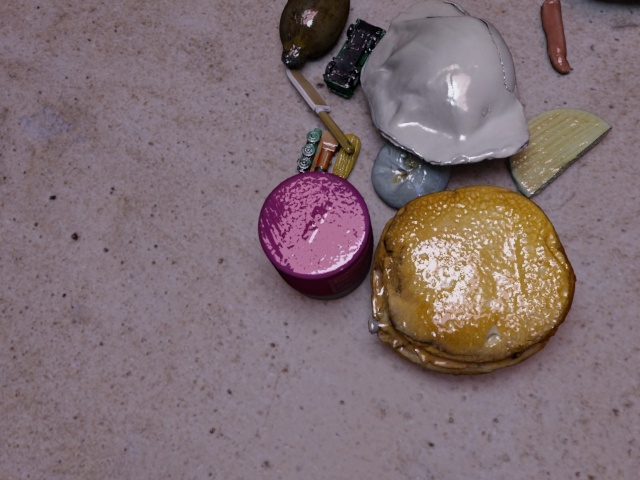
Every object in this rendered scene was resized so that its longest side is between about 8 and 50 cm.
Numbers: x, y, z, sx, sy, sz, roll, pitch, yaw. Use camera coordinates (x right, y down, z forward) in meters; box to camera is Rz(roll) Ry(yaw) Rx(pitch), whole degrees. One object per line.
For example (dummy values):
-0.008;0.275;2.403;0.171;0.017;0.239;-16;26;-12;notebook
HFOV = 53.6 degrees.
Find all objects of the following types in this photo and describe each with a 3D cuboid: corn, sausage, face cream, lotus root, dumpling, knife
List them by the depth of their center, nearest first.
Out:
0.000;0.000;1.036;0.175;0.195;0.175;-2;74;8;face cream
0.202;-0.277;1.099;0.260;0.181;0.341;-15;86;-3;dumpling
0.048;-0.152;1.158;0.037;0.037;0.092;21;78;12;corn
0.439;-0.382;1.181;0.042;0.036;0.158;-8;73;12;sausage
-0.003;-0.249;1.183;0.046;0.022;0.256;-7;53;-42;knife
-0.015;-0.420;1.207;0.120;0.120;0.210;27;78;13;lotus root

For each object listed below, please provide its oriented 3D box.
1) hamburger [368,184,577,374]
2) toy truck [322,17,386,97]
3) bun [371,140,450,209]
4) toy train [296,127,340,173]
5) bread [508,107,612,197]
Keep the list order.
0.226;0.065;1.003;0.314;0.170;0.290;-8;70;5;hamburger
0.063;-0.341;1.190;0.065;0.079;0.147;27;78;12;toy truck
0.158;-0.124;1.113;0.140;0.083;0.141;-1;76;5;bun
-0.004;-0.155;1.164;0.064;0.044;0.103;18;76;1;toy train
0.403;-0.170;1.124;0.193;0.036;0.112;-40;68;-2;bread
